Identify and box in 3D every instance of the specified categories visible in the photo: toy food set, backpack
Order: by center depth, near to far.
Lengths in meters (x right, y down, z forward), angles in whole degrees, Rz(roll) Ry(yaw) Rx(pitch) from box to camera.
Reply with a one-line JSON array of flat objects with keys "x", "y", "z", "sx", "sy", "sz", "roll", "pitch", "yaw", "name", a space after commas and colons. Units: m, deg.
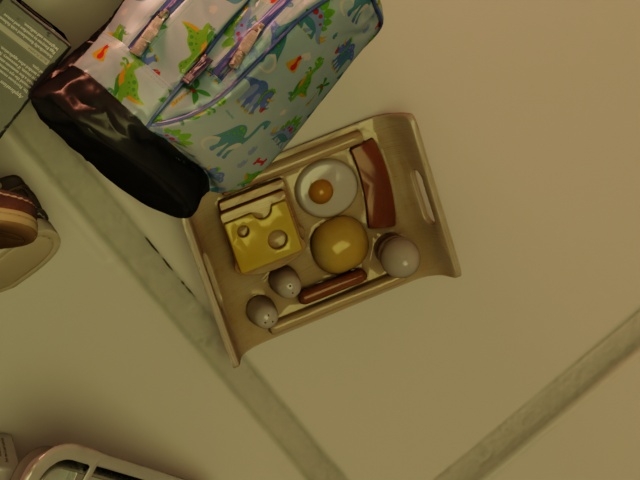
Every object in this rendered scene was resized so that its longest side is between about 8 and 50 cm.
[{"x": -0.102, "y": -0.212, "z": 1.682, "sx": 0.273, "sy": 0.290, "sz": 0.355, "roll": 24, "pitch": 78, "yaw": 21, "name": "backpack"}, {"x": 0.000, "y": 0.000, "z": 1.855, "sx": 0.306, "sy": 0.092, "sz": 0.220, "roll": -22, "pitch": 109, "yaw": -10, "name": "toy food set"}]

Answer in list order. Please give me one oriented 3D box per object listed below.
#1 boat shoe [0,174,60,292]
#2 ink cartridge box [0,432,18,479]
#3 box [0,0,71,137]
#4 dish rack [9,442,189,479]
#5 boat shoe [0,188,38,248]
[{"x": -0.449, "y": 0.048, "z": 1.741, "sx": 0.324, "sy": 0.116, "sz": 0.097, "roll": -34, "pitch": 68, "yaw": 5, "name": "boat shoe"}, {"x": -0.506, "y": 0.321, "z": 1.784, "sx": 0.278, "sy": 0.117, "sz": 0.201, "roll": 9, "pitch": 102, "yaw": -18, "name": "ink cartridge box"}, {"x": -0.354, "y": -0.183, "z": 1.671, "sx": 0.093, "sy": 0.156, "sz": 0.158, "roll": 38, "pitch": 92, "yaw": -16, "name": "box"}, {"x": -0.286, "y": 0.384, "z": 1.816, "sx": 0.333, "sy": 0.072, "sz": 0.285, "roll": 29, "pitch": 84, "yaw": -49, "name": "dish rack"}, {"x": -0.458, "y": -0.078, "z": 1.654, "sx": 0.342, "sy": 0.123, "sz": 0.123, "roll": 11, "pitch": 74, "yaw": 11, "name": "boat shoe"}]
